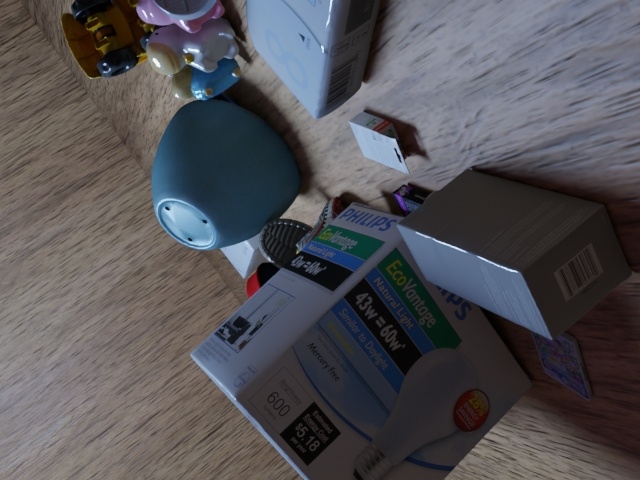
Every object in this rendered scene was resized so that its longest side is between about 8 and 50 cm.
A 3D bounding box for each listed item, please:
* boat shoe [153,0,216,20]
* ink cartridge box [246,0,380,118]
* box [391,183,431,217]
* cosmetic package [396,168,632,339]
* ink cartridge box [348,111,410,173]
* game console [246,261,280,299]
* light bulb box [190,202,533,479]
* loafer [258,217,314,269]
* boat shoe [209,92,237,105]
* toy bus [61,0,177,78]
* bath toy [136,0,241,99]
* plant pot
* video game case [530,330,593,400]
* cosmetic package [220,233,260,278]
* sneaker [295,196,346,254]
[{"bbox_3d":[-0.186,-0.432,1.070,0.119,0.121,0.335,108,152,-84],"label":"boat shoe"},{"bbox_3d":[-0.083,-0.373,1.045,0.385,0.091,0.308,48,165,12],"label":"ink cartridge box"},{"bbox_3d":[0.176,-0.012,1.203,0.162,0.029,0.116,32,155,57],"label":"box"},{"bbox_3d":[0.209,0.006,0.959,0.107,0.127,0.238,59,166,-24],"label":"cosmetic package"},{"bbox_3d":[0.090,-0.137,1.180,0.115,0.029,0.063,31,153,53],"label":"ink cartridge box"},{"bbox_3d":[0.041,0.206,1.633,0.342,0.060,0.386,0,-126,-56],"label":"game console"},{"bbox_3d":[0.067,0.196,1.299,0.358,0.361,0.225,52,166,-24],"label":"light bulb box"},{"bbox_3d":[0.007,0.041,1.589,0.268,0.102,0.092,24,171,17],"label":"loafer"},{"bbox_3d":[-0.164,-0.180,1.732,0.258,0.089,0.109,57,165,-17],"label":"boat shoe"},{"bbox_3d":[-0.352,-0.413,1.651,0.149,0.220,0.211,65,-164,0],"label":"toy bus"},{"bbox_3d":[-0.231,-0.382,1.371,0.129,0.151,0.348,51,163,29],"label":"bath toy"},{"bbox_3d":[-0.208,-0.095,1.628,0.290,0.195,0.290,18,142,15],"label":"plant pot"},{"bbox_3d":[0.329,0.159,1.166,0.087,0.011,0.122,33,156,52],"label":"video game case"},{"bbox_3d":[-0.241,-0.066,2.217,0.284,0.097,0.377,54,166,5],"label":"cosmetic package"},{"bbox_3d":[0.000,0.000,1.477,0.093,0.225,0.088,-19,115,27],"label":"sneaker"}]
